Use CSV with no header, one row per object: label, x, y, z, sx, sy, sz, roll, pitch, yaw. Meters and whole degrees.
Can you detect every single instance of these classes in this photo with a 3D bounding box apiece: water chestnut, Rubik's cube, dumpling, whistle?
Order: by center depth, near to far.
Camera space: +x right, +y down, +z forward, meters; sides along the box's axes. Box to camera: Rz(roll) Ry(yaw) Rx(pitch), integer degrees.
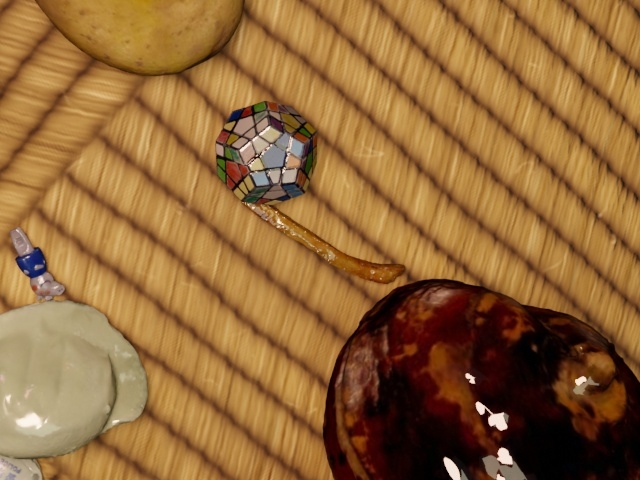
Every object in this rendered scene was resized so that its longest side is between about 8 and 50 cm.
dumpling,-0.287,0.152,1.103,0.219,0.108,0.152,-3,54,-26
whistle,-0.292,0.024,1.110,0.033,0.029,0.083,-22,107,10
Rubik's cube,-0.055,-0.089,1.115,0.111,0.111,0.093,-45,130,-3
water chestnut,0.153,0.208,1.130,0.335,0.347,0.335,10,58,-17

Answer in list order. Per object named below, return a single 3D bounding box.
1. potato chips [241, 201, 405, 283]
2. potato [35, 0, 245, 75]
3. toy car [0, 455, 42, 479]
potato chips,0.000,0.000,1.176,0.204,0.026,0.037,27,88,-14
potato,-0.180,-0.282,1.019,0.229,0.229,0.266,-26,118,-8
toy car,-0.365,0.304,1.121,0.095,0.056,0.205,33,90,-14
